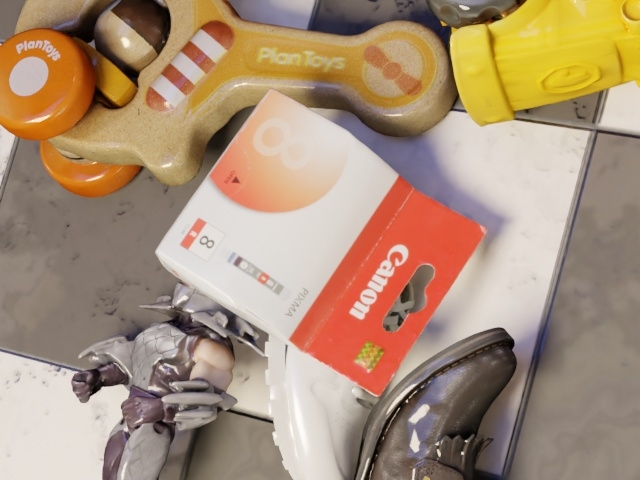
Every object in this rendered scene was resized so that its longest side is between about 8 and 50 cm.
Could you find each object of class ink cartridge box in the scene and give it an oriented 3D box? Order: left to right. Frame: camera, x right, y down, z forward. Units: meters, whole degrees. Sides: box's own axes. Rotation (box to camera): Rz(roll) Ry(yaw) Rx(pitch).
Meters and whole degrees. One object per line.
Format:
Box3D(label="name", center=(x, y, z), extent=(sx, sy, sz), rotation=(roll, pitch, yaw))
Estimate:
Box3D(label="ink cartridge box", center=(0.000, 0.000, 1.246), extent=(0.179, 0.045, 0.145), rotation=(30, 76, 18))

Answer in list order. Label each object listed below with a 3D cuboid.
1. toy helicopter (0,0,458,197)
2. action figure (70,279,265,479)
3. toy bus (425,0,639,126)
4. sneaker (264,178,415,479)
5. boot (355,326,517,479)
Box3D(label="toy helicopter", center=(-0.064, -0.150, 1.382), extent=(0.355, 0.140, 0.235), rotation=(8, 71, 20))
Box3D(label="action figure", center=(-0.128, 0.138, 1.304), extent=(0.285, 0.099, 0.185), rotation=(-70, 16, -4))
Box3D(label="toy bus", center=(0.177, -0.206, 1.240), extent=(0.211, 0.149, 0.220), rotation=(-8, 69, 14))
Box3D(label="sneaker", center=(0.017, 0.064, 1.281), extent=(0.094, 0.090, 0.235), rotation=(-4, 77, 13))
Box3D(label="boot", center=(0.110, 0.216, 1.192), extent=(0.229, 0.091, 0.263), rotation=(39, 101, 26))
